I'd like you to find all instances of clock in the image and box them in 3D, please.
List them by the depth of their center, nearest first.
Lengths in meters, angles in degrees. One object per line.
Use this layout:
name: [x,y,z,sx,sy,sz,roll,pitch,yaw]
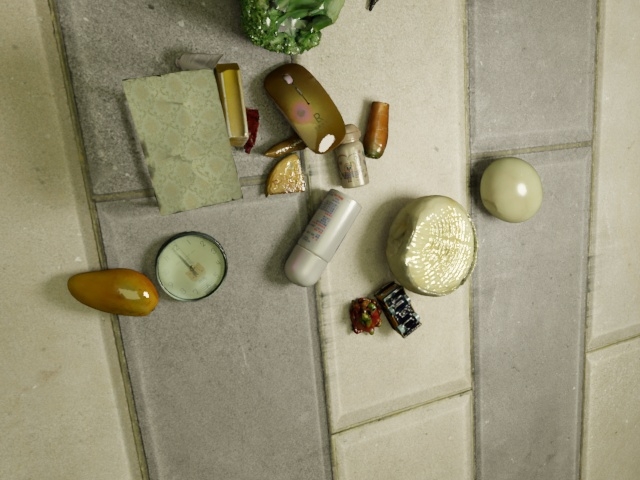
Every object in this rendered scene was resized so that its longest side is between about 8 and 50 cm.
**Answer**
clock: [-0.404,0.084,1.405,0.226,0.049,0.226,-4,102,-21]

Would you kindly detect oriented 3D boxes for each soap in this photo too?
soap: [-0.264,-0.401,1.301,0.073,0.140,0.232,-8,91,-19]

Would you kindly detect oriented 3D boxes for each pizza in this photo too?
pizza: [-0.105,-0.205,1.471,0.131,0.041,0.178,23,91,-20]

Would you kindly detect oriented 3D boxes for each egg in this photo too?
egg: [0.726,-0.190,1.696,0.219,0.219,0.269,-29,108,-14]

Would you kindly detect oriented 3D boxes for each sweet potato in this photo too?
sweet potato: [-0.070,-0.325,1.450,0.274,0.067,0.067,-30,109,-18]

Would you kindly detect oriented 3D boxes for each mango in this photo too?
mango: [-0.604,0.145,1.306,0.253,0.113,0.138,15,98,-15]

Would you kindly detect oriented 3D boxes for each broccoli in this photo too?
broccoli: [-0.080,-0.706,1.241,0.310,0.321,0.413,38,80,-16]

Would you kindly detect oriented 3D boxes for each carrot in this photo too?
carrot: [0.198,-0.380,1.536,0.087,0.087,0.193,12,89,-22]

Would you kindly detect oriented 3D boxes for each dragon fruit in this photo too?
dragon fruit: [-0.233,-0.343,1.387,0.063,0.097,0.131,9,115,-19]
dragon fruit: [0.162,0.276,1.631,0.142,0.175,0.138,32,76,7]

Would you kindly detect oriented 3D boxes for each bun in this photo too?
bun: [0.383,0.018,1.612,0.364,0.202,0.364,-3,97,-26]

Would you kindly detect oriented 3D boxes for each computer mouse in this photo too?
computer mouse: [-0.047,-0.418,1.397,0.158,0.072,0.310,-37,92,-16]

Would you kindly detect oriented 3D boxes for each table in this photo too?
table: [-0.379,-0.264,1.230,0.222,0.272,0.335,-15,104,-18]

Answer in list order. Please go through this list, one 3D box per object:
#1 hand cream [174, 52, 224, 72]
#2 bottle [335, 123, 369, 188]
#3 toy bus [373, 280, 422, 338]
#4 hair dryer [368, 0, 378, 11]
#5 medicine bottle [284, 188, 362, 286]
hand cream: [-0.354,-0.511,1.282,0.053,0.142,0.084,71,35,-55]
bottle: [0.107,-0.288,1.508,0.110,0.097,0.209,-21,107,-35]
toy bus: [0.286,0.251,1.662,0.098,0.114,0.201,-35,115,-11]
hair dryer: [0.222,-0.854,1.483,0.173,0.050,0.194,8,101,-21]
medicine bottle: [0.000,0.000,1.499,0.130,0.130,0.341,33,86,-23]
